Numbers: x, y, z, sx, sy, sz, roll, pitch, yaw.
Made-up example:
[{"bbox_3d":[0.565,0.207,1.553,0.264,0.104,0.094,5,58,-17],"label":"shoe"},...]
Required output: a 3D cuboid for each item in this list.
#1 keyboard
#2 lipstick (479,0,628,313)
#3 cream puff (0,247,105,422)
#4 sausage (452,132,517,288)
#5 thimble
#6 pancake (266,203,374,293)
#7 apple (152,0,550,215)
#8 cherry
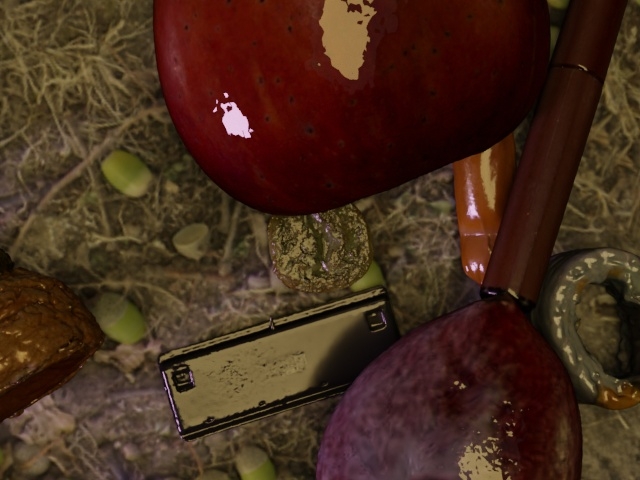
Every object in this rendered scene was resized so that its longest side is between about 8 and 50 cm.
[{"bbox_3d":[-0.035,0.114,1.406,0.230,0.025,0.094,-16,96,-6],"label":"keyboard"},{"bbox_3d":[0.223,-0.106,1.385,0.057,0.057,0.357,20,80,-8],"label":"lipstick"},{"bbox_3d":[-0.303,0.067,1.301,0.183,0.183,0.169,-34,82,-5],"label":"cream puff"},{"bbox_3d":[0.158,-0.047,1.411,0.062,0.054,0.183,-4,95,26],"label":"sausage"},{"bbox_3d":[0.261,0.080,1.397,0.127,0.118,0.151,-20,92,-9],"label":"thimble"},{"bbox_3d":[0.000,-0.001,1.410,0.108,0.017,0.108,0,90,-10],"label":"pancake"},{"bbox_3d":[0.021,-0.215,1.329,0.329,0.295,0.365,-11,89,-37],"label":"apple"},{"bbox_3d":[0.122,0.190,1.333,0.230,0.203,0.300,24,96,32],"label":"cherry"}]
